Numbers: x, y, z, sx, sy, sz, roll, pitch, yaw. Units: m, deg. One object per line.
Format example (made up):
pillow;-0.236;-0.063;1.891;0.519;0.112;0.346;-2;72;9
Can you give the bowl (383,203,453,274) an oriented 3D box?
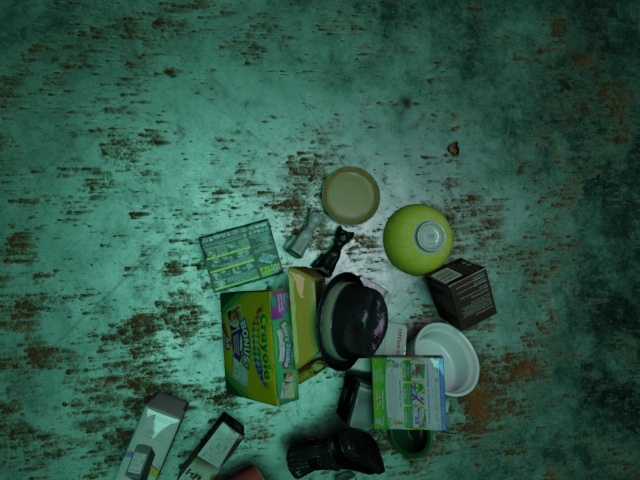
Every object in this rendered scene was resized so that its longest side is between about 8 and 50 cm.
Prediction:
bowl;0.405;-0.009;1.879;0.289;0.156;0.290;1;86;-11

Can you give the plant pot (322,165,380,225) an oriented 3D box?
plant pot;0.119;-0.175;1.903;0.236;0.032;0.236;1;86;-11

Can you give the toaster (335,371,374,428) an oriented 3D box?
toaster;0.141;0.585;1.780;0.110;0.168;0.186;17;84;-11

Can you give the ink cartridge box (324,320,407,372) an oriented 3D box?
ink cartridge box;0.170;0.393;1.796;0.272;0.115;0.199;14;68;-12

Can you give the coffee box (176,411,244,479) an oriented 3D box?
coffee box;-0.380;0.744;1.683;0.098;0.141;0.246;39;81;-5

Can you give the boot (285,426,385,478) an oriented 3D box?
boot;0.060;0.793;1.755;0.260;0.131;0.348;-28;132;16

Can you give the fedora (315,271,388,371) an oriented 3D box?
fedora;0.125;0.271;1.604;0.334;0.152;0.334;6;83;-51

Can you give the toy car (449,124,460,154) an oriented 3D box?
toy car;0.561;-0.415;2.010;0.040;0.060;0.122;-2;62;32

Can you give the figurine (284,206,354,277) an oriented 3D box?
figurine;0.000;0.000;1.847;0.214;0.092;0.209;34;73;-5

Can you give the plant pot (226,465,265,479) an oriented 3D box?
plant pot;-0.271;0.929;1.641;0.243;0.275;0.275;-34;92;-22

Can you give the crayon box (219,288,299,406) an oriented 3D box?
crayon box;-0.217;0.354;1.654;0.106;0.313;0.363;-2;85;-41

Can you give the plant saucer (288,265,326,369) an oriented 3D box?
plant saucer;-0.030;0.253;1.685;0.080;0.333;0.333;-5;86;8

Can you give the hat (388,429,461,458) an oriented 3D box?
hat;0.392;0.751;1.882;0.208;0.183;0.173;36;99;33

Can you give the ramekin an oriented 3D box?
ramekin;0.442;0.462;1.811;0.277;0.135;0.277;12;55;-18

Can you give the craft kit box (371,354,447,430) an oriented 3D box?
craft kit box;0.303;0.523;1.662;0.246;0.061;0.250;-2;88;7

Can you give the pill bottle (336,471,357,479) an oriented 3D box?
pill bottle;0.107;0.944;1.788;0.078;0.078;0.137;-11;88;-11

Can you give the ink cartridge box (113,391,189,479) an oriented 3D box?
ink cartridge box;-0.569;0.691;1.610;0.131;0.226;0.306;22;83;-7

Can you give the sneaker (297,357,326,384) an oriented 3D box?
sneaker;-0.055;0.493;1.800;0.175;0.067;0.064;-31;93;-10

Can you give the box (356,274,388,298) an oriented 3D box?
box;0.172;0.191;1.829;0.126;0.137;0.072;32;80;-7

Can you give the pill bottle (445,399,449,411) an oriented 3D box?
pill bottle;0.396;0.605;1.853;0.180;0.108;0.108;29;81;-7

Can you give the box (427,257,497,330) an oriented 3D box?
box;0.544;0.203;1.857;0.167;0.168;0.203;-25;109;-12

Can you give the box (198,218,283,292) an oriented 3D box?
box;-0.295;0.056;1.795;0.270;0.060;0.216;-16;89;-11
